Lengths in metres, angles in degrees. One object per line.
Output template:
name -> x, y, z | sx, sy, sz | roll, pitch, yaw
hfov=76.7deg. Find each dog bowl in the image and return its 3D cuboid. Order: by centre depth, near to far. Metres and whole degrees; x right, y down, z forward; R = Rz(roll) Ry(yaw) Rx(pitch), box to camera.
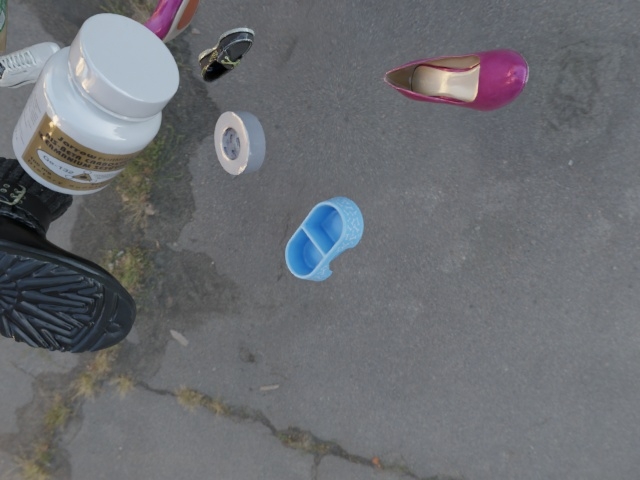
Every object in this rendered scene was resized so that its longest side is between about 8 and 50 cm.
dog bowl -> 0.000, 0.000, 1.208 | 0.166, 0.074, 0.297 | 53, 121, 23

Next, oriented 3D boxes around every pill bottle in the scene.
pill bottle -> -0.273, -0.155, 0.494 | 0.229, 0.131, 0.131 | -23, 108, 40

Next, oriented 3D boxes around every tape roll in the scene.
tape roll -> -0.290, -0.346, 1.440 | 0.219, 0.072, 0.220 | 18, 116, 42

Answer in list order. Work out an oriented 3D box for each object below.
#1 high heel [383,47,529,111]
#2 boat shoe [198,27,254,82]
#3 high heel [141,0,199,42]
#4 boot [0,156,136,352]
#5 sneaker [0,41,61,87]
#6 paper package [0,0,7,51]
high heel -> 0.183, -0.236, 0.586 | 0.117, 0.244, 0.082 | -2, 116, -11
boat shoe -> -0.253, -0.496, 1.094 | 0.227, 0.081, 0.069 | -6, 87, 46
high heel -> -0.434, -0.542, 0.979 | 0.181, 0.127, 0.377 | 38, 118, -16
boot -> -0.420, 0.002, 0.602 | 0.347, 0.260, 0.131 | 28, 108, -18
sneaker -> -0.837, -0.491, 1.135 | 0.234, 0.095, 0.090 | -20, 99, 10
paper package -> -0.910, -0.624, 0.919 | 0.308, 0.168, 0.325 | -5, 70, -20
